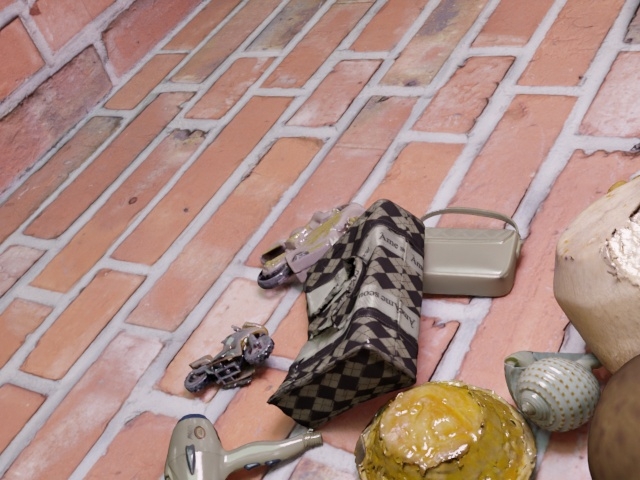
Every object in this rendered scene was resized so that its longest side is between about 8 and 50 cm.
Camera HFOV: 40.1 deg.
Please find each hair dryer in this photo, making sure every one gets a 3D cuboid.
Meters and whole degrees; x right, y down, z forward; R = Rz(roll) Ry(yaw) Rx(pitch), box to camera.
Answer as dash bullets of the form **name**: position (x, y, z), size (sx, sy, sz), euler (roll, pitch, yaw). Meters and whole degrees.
- **hair dryer**: position (-0.163, 0.468, 1.627), size (0.298, 0.119, 0.296), euler (3, 50, 13)

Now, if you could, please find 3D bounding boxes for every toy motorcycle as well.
- **toy motorcycle**: position (-0.193, 0.251, 1.900), size (0.229, 0.094, 0.130), euler (-27, 31, 18)
- **toy motorcycle**: position (0.000, 0.000, 2.057), size (0.340, 0.108, 0.223), euler (-27, 25, 17)

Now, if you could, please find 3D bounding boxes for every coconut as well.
- **coconut**: position (0.590, 0.083, 1.464), size (0.346, 0.360, 0.346), euler (-39, 8, 7)

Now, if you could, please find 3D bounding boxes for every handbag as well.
- **handbag**: position (0.307, 0.016, 1.888), size (0.256, 0.079, 0.219), euler (3, 50, 24)
- **handbag**: position (0.058, 0.152, 1.767), size (0.316, 0.180, 0.416), euler (-37, 28, 37)

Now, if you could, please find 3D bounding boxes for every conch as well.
- **conch**: position (0.410, 0.262, 1.520), size (0.199, 0.131, 0.172), euler (1, -2, -35)

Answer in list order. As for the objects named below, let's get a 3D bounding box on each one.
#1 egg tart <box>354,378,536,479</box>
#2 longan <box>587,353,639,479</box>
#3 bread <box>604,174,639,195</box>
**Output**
- **egg tart**: position (0.204, 0.353, 1.519), size (0.341, 0.132, 0.341), euler (-16, 37, 12)
- **longan**: position (0.554, 0.293, 1.203), size (0.360, 0.361, 0.361), euler (-15, 38, 12)
- **bread**: position (0.670, -0.027, 1.718), size (0.250, 0.133, 0.179), euler (16, 53, 46)
